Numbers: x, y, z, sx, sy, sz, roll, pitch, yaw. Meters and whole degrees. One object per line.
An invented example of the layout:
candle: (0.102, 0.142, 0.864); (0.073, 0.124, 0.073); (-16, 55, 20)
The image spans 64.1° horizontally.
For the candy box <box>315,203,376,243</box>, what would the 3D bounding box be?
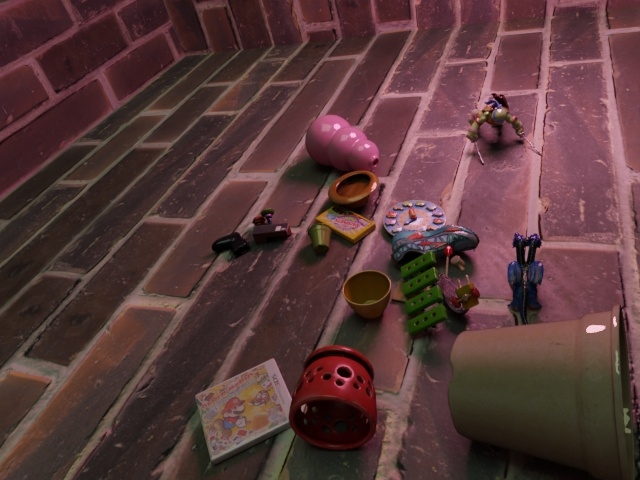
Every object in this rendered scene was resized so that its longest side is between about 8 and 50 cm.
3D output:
candy box: (0.085, -0.061, 1.777); (0.105, 0.027, 0.206); (-37, 42, -21)

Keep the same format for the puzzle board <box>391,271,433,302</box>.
puzzle board: (0.273, 0.135, 1.479); (0.097, 0.011, 0.128); (9, 44, 31)

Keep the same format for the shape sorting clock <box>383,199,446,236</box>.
shape sorting clock: (0.311, -0.071, 1.697); (0.206, 0.040, 0.206); (-10, 38, 8)

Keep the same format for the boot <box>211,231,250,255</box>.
boot: (-0.315, 0.022, 1.808); (0.121, 0.045, 0.099); (-28, 42, -16)

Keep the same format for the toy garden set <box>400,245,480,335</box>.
toy garden set: (0.322, 0.124, 1.378); (0.204, 0.049, 0.244); (-34, 33, 29)

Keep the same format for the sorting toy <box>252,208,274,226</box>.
sorting toy: (-0.203, -0.075, 1.874); (0.102, 0.061, 0.042); (-34, 59, 36)

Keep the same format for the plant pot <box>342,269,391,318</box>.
plant pot: (0.136, 0.163, 1.425); (0.134, 0.095, 0.134); (-11, 38, 8)

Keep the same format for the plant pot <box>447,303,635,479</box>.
plant pot: (0.432, 0.292, 1.014); (0.306, 0.333, 0.333); (-4, 38, 33)

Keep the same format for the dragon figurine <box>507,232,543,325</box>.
dragon figurine: (0.527, 0.102, 1.319); (0.085, 0.144, 0.289); (1, 41, 22)

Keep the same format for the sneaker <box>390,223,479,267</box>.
sneaker: (0.341, 0.036, 1.526); (0.262, 0.104, 0.125); (-7, 48, 24)

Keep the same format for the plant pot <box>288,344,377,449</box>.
plant pot: (0.037, 0.346, 1.161); (0.191, 0.191, 0.174); (-4, 36, 15)

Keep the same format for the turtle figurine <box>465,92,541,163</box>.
turtle figurine: (0.658, -0.415, 1.951); (0.198, 0.274, 0.266); (-31, 14, 17)

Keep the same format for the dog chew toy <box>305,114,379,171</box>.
dog chew toy: (0.095, -0.369, 2.025); (0.207, 0.206, 0.332); (-38, 50, -25)

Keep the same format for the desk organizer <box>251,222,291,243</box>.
desk organizer: (-0.171, -0.024, 1.804); (0.130, 0.050, 0.047); (-6, 39, 14)

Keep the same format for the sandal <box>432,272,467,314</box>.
sandal: (0.360, 0.151, 1.409); (0.067, 0.040, 0.179); (-17, 30, -5)

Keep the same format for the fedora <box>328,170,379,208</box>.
fedora: (0.126, -0.175, 1.861); (0.195, 0.079, 0.194); (-12, 41, 11)

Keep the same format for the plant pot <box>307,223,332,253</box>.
plant pot: (0.000, 0.000, 1.700); (0.084, 0.083, 0.079); (-10, 50, 8)

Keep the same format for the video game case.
video game case: (-0.187, 0.419, 1.282); (0.227, 0.026, 0.206); (-24, 38, -10)
